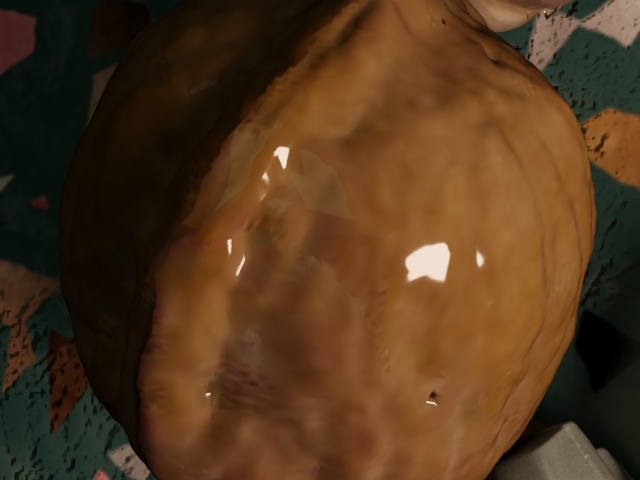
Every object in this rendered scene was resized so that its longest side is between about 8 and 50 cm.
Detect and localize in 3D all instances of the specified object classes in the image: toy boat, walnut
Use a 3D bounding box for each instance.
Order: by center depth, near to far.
[{"bbox_3d":[0.003,-0.001,0.769,0.306,0.306,0.344,36,137,20],"label":"walnut"},{"bbox_3d":[0.199,0.227,0.798,0.078,0.085,0.260,-39,80,45],"label":"toy boat"}]

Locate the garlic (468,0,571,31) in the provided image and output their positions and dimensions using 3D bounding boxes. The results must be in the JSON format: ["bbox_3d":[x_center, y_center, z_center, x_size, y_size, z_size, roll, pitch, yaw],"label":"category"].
[{"bbox_3d":[0.133,-0.242,0.810,0.245,0.160,0.245,-24,35,18],"label":"garlic"}]
